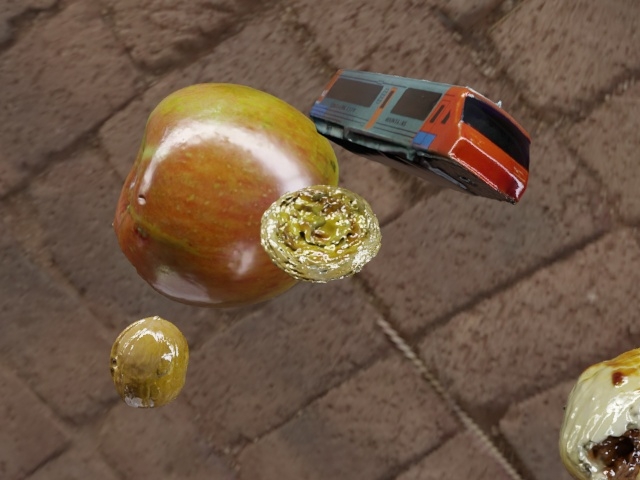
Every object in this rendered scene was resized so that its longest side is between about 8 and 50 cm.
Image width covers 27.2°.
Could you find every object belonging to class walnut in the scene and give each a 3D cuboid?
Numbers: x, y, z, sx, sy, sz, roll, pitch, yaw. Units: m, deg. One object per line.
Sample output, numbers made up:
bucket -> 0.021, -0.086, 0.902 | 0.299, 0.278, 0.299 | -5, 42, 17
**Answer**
walnut -> -0.196, 0.150, 1.517 | 0.091, 0.052, 0.121 | 2, 116, -11

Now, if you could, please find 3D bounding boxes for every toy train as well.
toy train -> 0.093, -0.108, 1.254 | 0.086, 0.409, 0.089 | 34, 88, -19

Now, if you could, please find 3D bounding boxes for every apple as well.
apple -> -0.137, -0.062, 1.960 | 0.339, 0.339, 0.339 | 5, 110, 13

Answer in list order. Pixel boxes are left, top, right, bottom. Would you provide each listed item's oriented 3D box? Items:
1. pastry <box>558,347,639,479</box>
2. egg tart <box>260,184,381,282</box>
pastry -> 0.416, 0.248, 1.803 | 0.170, 0.256, 0.237 | 21, 75, 41
egg tart -> 0.000, 0.000, 1.374 | 0.129, 0.129, 0.049 | 16, 143, 9
